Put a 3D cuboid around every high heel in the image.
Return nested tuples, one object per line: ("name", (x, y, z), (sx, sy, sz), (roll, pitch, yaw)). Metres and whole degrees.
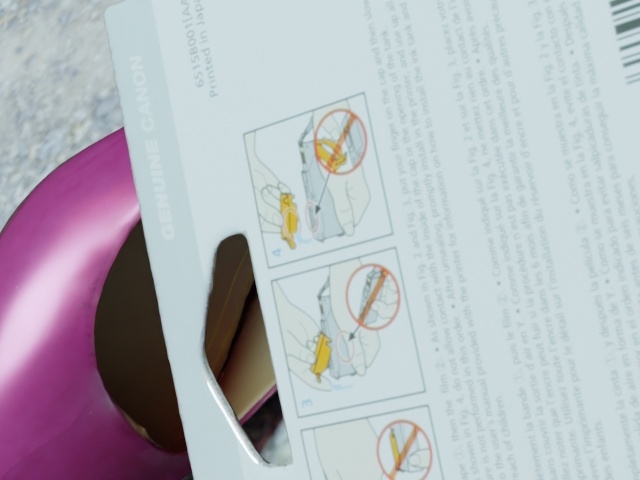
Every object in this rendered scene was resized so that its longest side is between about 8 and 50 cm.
("high heel", (0.000, 0.000, 0.603), (0.181, 0.127, 0.377), (23, 73, 50))

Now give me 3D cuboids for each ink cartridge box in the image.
("ink cartridge box", (0.055, 0.019, 0.527), (0.239, 0.060, 0.275), (-16, 82, 38))
